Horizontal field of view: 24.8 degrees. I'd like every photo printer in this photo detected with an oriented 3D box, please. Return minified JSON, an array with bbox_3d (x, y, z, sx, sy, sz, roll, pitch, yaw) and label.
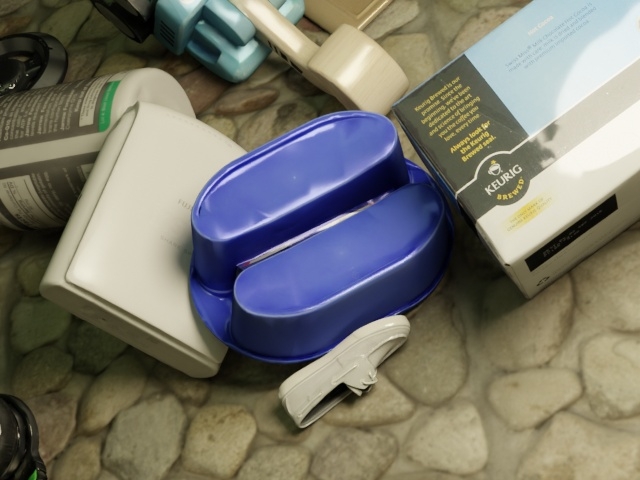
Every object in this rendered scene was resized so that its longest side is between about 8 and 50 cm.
[{"bbox_3d":[-0.191,-0.013,1.871,0.107,0.256,0.308,-25,39,54],"label":"photo printer"}]

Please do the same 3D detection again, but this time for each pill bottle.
[{"bbox_3d":[-0.370,-0.122,2.088,0.361,0.204,0.204,-7,54,27],"label":"pill bottle"}]

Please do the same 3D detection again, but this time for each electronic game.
[{"bbox_3d":[-0.519,-0.258,2.387,0.229,0.048,0.229,-13,47,14],"label":"electronic game"}]

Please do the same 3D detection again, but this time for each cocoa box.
[{"bbox_3d":[0.293,-0.137,1.632,0.347,0.231,0.228,-36,72,4],"label":"cocoa box"}]

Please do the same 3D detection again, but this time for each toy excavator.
[{"bbox_3d":[-0.089,-0.316,2.067,0.222,0.445,0.433,-51,4,-8],"label":"toy excavator"}]

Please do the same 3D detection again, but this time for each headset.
[{"bbox_3d":[-0.501,0.261,1.886,0.185,0.243,0.394,-58,31,9],"label":"headset"}]

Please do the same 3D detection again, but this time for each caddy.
[{"bbox_3d":[0.000,0.000,1.774,0.341,0.179,0.241,-27,66,-9],"label":"caddy"}]

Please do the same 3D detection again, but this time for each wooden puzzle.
[{"bbox_3d":[0.067,-0.413,2.157,0.239,0.044,0.221,-47,47,-1],"label":"wooden puzzle"}]

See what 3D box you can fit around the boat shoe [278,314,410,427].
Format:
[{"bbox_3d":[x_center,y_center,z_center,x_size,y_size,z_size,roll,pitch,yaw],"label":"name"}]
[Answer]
[{"bbox_3d":[0.035,0.158,1.734,0.184,0.066,0.063,-31,61,4],"label":"boat shoe"}]
